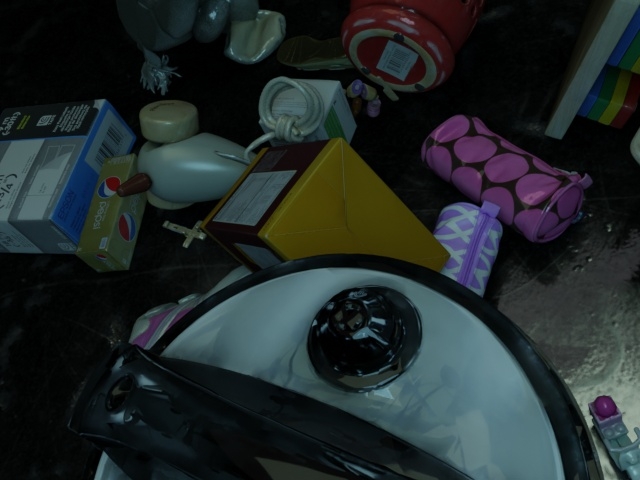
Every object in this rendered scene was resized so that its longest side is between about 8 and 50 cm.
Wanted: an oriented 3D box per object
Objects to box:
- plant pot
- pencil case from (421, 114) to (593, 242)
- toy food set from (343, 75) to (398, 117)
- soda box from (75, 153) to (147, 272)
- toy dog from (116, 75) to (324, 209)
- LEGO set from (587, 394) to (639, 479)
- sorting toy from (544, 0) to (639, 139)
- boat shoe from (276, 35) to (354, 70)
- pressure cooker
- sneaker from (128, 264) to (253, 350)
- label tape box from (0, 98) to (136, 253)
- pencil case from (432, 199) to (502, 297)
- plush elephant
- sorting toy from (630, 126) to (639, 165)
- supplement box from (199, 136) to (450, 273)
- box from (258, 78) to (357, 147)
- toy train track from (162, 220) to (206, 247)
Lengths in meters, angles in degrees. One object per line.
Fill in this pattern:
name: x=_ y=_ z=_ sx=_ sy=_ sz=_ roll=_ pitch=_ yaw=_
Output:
plant pot: x=0.127 y=-0.325 z=0.972 sx=0.191 sy=0.191 sz=0.174 roll=14 pitch=68 yaw=29
pencil case: x=0.224 y=-0.084 z=0.838 sx=0.209 sy=0.095 sz=0.098 roll=42 pitch=104 yaw=37
toy food set: x=0.049 y=-0.202 z=0.997 sx=0.122 sy=0.078 sz=0.019 roll=-10 pitch=58 yaw=35
soda box: x=-0.317 y=-0.044 z=1.050 sx=0.058 sy=0.061 sz=0.181 roll=-5 pitch=57 yaw=20
toy dog: x=-0.141 y=-0.081 z=0.927 sx=0.334 sy=0.220 sz=0.161 roll=-2 pitch=33 yaw=31
LEGO set: x=0.398 y=0.135 z=0.612 sx=0.287 sy=0.107 sz=0.132 roll=-30 pitch=53 yaw=2
sorting toy: x=0.381 y=-0.279 z=0.810 sx=0.089 sy=0.257 sz=0.255 roll=21 pitch=69 yaw=10
boat shoe: x=-0.003 y=-0.301 z=1.105 sx=0.153 sy=0.048 sz=0.056 roll=5 pitch=73 yaw=33
pressure cooker: x=0.024 y=0.214 z=0.520 sx=0.370 sy=0.420 sz=0.375 roll=-22 pitch=54 yaw=7
sneaker: x=-0.175 y=0.114 z=0.865 sx=0.252 sy=0.103 sz=0.111 roll=-42 pitch=55 yaw=-8
label tape box: x=-0.509 y=-0.104 z=1.141 sx=0.334 sy=0.106 sz=0.240 roll=0 pitch=59 yaw=22
pencil case: x=0.147 y=0.056 z=0.776 sx=0.086 sy=0.088 sz=0.206 roll=22 pitch=66 yaw=-1
plush elephant: x=-0.200 y=-0.427 z=1.147 sx=0.272 sy=0.330 sz=0.255 roll=38 pitch=56 yaw=23
sorting toy: x=0.420 y=-0.102 z=0.713 sx=0.038 sy=0.193 sz=0.208 roll=-1 pitch=51 yaw=58
supplement box: x=0.000 y=0.000 z=0.768 sx=0.129 sy=0.191 sz=0.194 roll=-53 pitch=26 yaw=-15
box: x=-0.016 y=-0.169 z=0.982 sx=0.102 sy=0.101 sz=0.087 roll=8 pitch=61 yaw=25
toy train track: x=-0.207 y=-0.017 z=1.018 sx=0.083 sy=0.014 sz=0.048 roll=16 pitch=66 yaw=30
